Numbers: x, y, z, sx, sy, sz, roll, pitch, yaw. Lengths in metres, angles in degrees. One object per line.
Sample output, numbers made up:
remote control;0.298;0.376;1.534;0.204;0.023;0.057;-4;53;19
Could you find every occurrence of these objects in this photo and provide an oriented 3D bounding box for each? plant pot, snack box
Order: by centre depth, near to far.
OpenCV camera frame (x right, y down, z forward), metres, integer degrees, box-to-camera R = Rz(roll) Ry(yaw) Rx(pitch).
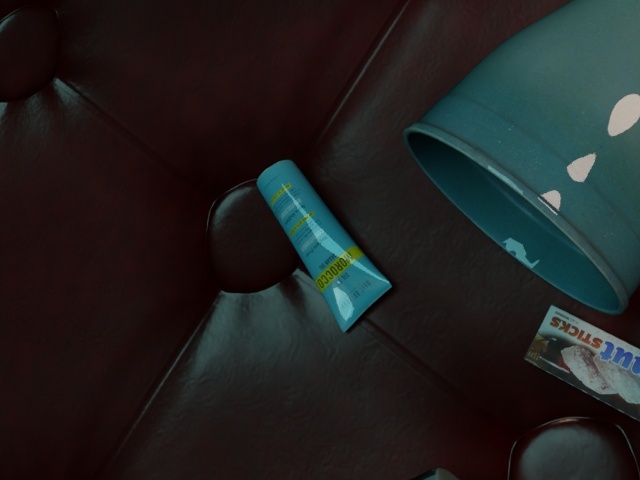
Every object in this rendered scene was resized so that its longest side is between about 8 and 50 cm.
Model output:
plant pot;0.265;-0.110;1.364;0.255;0.271;0.271;-48;57;-5
snack box;0.293;0.131;1.413;0.178;0.022;0.064;28;91;34

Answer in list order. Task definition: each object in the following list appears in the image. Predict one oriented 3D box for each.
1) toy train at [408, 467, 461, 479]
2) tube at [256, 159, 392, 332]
toy train;0.044;0.371;1.430;0.334;0.142;0.190;-33;36;25
tube;0.000;0.000;1.616;0.080;0.052;0.207;-47;64;26
